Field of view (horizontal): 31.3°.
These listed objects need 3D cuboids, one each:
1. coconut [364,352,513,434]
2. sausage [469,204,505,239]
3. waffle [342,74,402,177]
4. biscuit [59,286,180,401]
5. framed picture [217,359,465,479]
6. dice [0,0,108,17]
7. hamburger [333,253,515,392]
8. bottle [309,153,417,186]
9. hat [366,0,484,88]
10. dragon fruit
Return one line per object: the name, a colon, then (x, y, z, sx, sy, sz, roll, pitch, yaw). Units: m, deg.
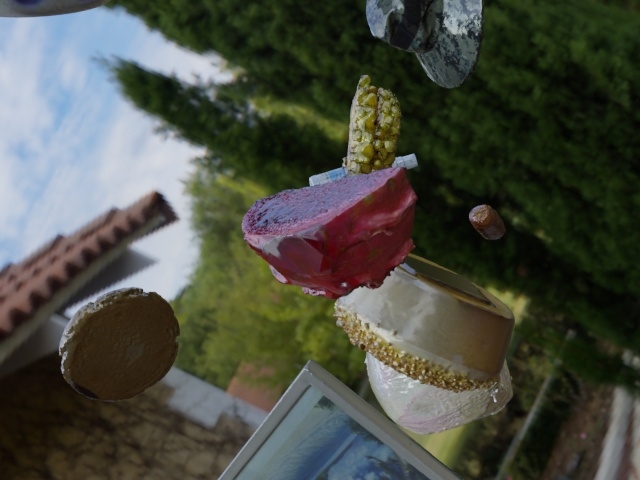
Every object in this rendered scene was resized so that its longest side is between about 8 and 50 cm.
coconut: (0.218, 0.233, 2.232, 0.255, 0.297, 0.297, -19, 11, 13)
sausage: (0.262, -0.029, 1.802, 0.131, 0.039, 0.041, 26, -130, -69)
waffle: (0.070, -0.121, 1.636, 0.197, 0.070, 0.193, 100, 176, -56)
biscuit: (-0.337, 0.175, 1.927, 0.042, 0.226, 0.226, 35, 103, 48)
framed picture: (0.018, 0.288, 1.328, 0.024, 0.232, 0.315, -48, -6, -43)
dice: (-0.535, -0.565, 2.077, 0.304, 0.304, 0.277, -11, -63, -33)
hamburger: (0.163, 0.133, 1.794, 0.302, 0.302, 0.170, -56, -9, -81)
bottle: (0.088, -0.129, 2.273, 0.060, 0.217, 0.060, 164, 90, -83)
hat: (0.143, -0.366, 1.784, 0.265, 0.128, 0.265, 172, 90, -66)
dragon fruit: (0.000, 0.000, 1.503, 0.189, 0.262, 0.163, -9, -89, -52)
